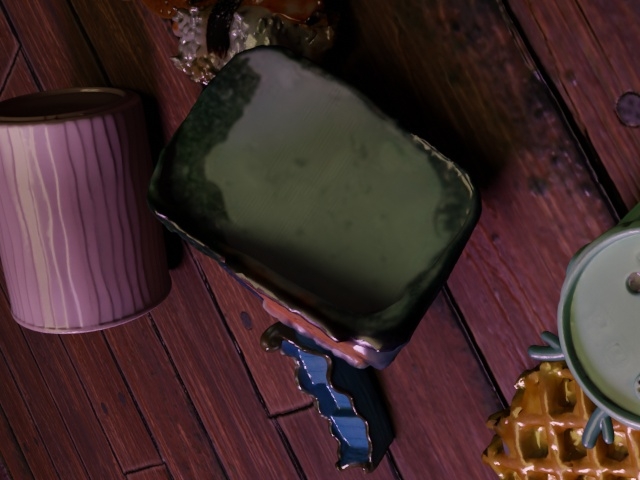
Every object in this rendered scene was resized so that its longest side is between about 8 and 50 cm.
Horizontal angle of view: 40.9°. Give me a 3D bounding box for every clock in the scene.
[{"bbox_3d":[0.223,0.057,0.551,0.211,0.066,0.159,-48,60,36],"label":"clock"}]

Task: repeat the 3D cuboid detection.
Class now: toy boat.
[{"bbox_3d":[0.004,0.161,0.899,0.075,0.077,0.185,-12,106,53],"label":"toy boat"}]

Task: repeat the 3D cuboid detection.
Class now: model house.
[{"bbox_3d":[0.000,0.000,0.788,0.253,0.184,0.291,31,166,13],"label":"model house"}]

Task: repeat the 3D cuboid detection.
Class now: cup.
[{"bbox_3d":[-0.301,-0.054,1.113,0.208,0.288,0.273,1,112,13],"label":"cup"}]

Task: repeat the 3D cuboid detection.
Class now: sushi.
[{"bbox_3d":[-0.072,-0.186,0.808,0.226,0.103,0.097,18,138,48],"label":"sushi"}]

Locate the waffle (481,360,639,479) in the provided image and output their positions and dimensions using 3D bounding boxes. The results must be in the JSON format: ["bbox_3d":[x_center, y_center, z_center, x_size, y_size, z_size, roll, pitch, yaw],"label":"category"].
[{"bbox_3d":[0.232,0.195,0.652,0.245,0.052,0.254,45,131,30],"label":"waffle"}]

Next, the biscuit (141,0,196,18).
[{"bbox_3d":[-0.193,-0.333,0.927,0.236,0.039,0.180,45,136,26],"label":"biscuit"}]
